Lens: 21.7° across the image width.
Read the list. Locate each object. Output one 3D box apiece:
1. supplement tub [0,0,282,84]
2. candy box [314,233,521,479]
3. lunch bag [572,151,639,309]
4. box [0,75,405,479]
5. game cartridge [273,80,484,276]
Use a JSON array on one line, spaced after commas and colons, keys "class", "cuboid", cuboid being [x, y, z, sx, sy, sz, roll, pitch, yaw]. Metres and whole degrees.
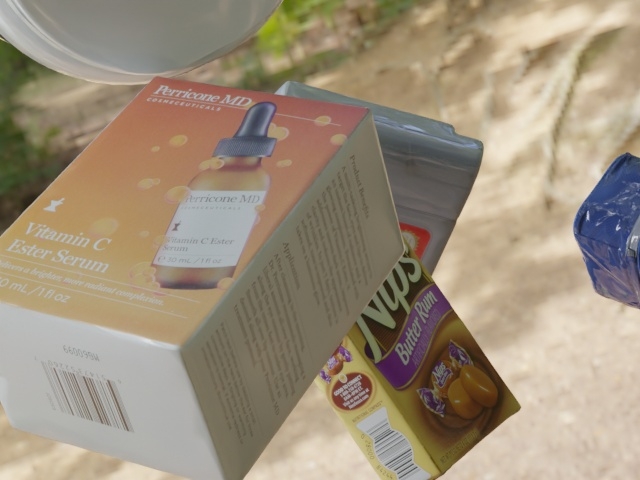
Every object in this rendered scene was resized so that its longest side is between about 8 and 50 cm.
[{"class": "supplement tub", "cuboid": [-0.125, -0.191, 0.964, 0.191, 0.191, 0.272, -21, 17, -13]}, {"class": "candy box", "cuboid": [0.040, 0.064, 1.096, 0.053, 0.186, 0.109, -40, -6, 39]}, {"class": "lunch bag", "cuboid": [0.198, 0.004, 0.979, 0.065, 0.098, 0.067, 25, 69, 36]}, {"class": "box", "cuboid": [-0.060, 0.013, 0.777, 0.130, 0.091, 0.170, 10, 45, 29]}, {"class": "game cartridge", "cuboid": [0.000, 0.000, 1.412, 0.196, 0.294, 0.060, 17, 45, -3]}]
